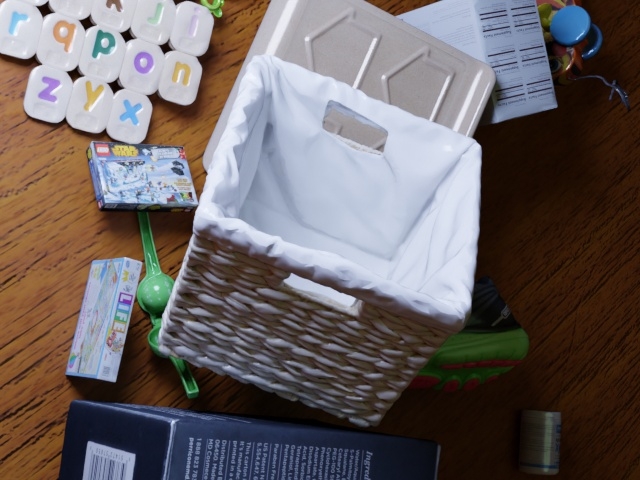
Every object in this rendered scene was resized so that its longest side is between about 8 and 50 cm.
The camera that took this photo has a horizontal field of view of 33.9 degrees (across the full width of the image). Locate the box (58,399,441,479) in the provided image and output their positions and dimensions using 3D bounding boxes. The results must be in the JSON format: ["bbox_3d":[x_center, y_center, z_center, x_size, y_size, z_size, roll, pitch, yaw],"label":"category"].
[{"bbox_3d":[-0.097,0.330,1.336,0.395,0.293,0.212,11,81,-34],"label":"box"}]

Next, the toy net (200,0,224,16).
[{"bbox_3d":[-0.200,-0.425,1.469,0.232,0.045,0.122,47,64,-22],"label":"toy net"}]

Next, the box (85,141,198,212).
[{"bbox_3d":[-0.238,-0.084,1.405,0.137,0.027,0.094,0,63,-35],"label":"box"}]

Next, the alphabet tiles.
[{"bbox_3d":[-0.283,-0.279,1.389,0.284,0.021,0.278,13,90,-30],"label":"alphabet tiles"}]

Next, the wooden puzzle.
[{"bbox_3d":[0.042,-0.177,1.536,0.347,0.080,0.322,24,87,-10],"label":"wooden puzzle"}]

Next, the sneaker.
[{"bbox_3d":[0.089,0.113,1.586,0.482,0.185,0.202,9,51,-31],"label":"sneaker"}]

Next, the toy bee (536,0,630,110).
[{"bbox_3d":[0.409,-0.341,1.841,0.195,0.162,0.298,44,31,-42],"label":"toy bee"}]

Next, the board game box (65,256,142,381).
[{"bbox_3d":[-0.277,0.101,1.339,0.026,0.103,0.154,19,77,-33],"label":"board game box"}]

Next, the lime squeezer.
[{"bbox_3d":[-0.215,0.086,1.394,0.058,0.110,0.310,-18,63,-2],"label":"lime squeezer"}]

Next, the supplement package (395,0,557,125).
[{"bbox_3d":[0.243,-0.285,1.679,0.149,0.194,0.203,-17,97,-36],"label":"supplement package"}]

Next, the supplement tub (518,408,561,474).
[{"bbox_3d":[0.378,0.347,1.808,0.071,0.071,0.107,9,83,-35],"label":"supplement tub"}]

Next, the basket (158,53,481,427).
[{"bbox_3d":[0.000,0.000,1.313,0.328,0.266,0.331,21,45,-8],"label":"basket"}]
